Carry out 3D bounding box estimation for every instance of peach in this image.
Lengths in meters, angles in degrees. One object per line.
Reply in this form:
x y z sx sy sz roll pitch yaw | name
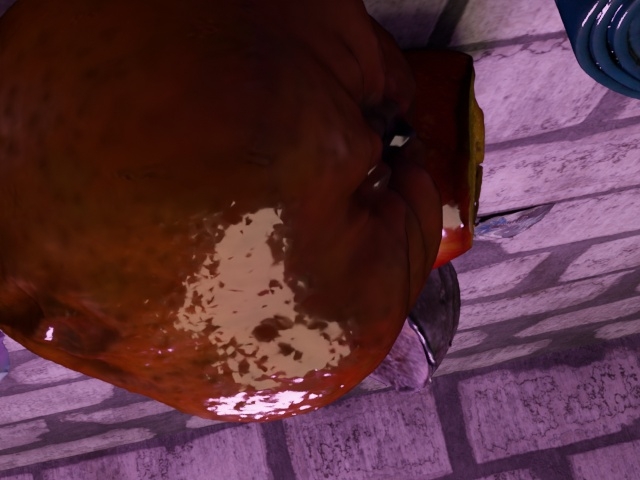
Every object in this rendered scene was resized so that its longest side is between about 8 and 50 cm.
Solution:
0.101 -0.114 1.267 0.245 0.275 0.249 26 141 -2 | peach

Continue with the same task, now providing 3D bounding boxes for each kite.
0.296 -0.017 2.065 0.310 0.015 0.169 -8 162 -19 | kite

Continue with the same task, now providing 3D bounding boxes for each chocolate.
0.143 0.103 1.944 0.213 0.303 0.303 -44 177 -29 | chocolate

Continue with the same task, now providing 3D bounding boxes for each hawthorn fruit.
-0.123 -0.051 0.979 0.471 0.472 0.472 -13 162 -4 | hawthorn fruit

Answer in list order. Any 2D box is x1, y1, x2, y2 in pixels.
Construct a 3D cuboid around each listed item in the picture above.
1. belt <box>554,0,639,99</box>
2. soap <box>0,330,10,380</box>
0.424 -0.280 1.112 0.436 0.173 0.300 1 154 -40 | belt
-0.663 0.218 1.748 0.324 0.193 0.109 -23 161 24 | soap
